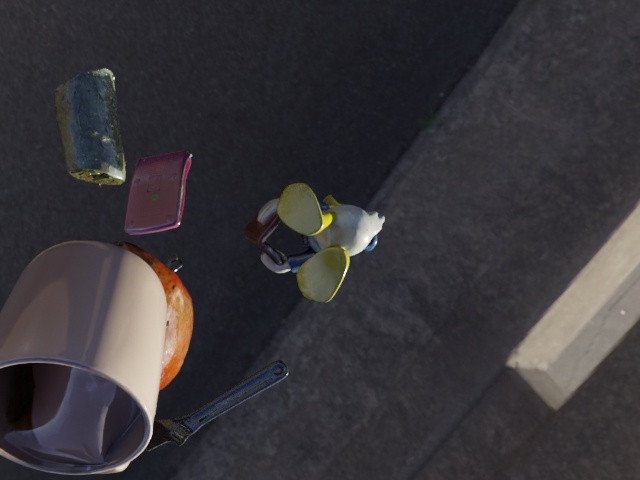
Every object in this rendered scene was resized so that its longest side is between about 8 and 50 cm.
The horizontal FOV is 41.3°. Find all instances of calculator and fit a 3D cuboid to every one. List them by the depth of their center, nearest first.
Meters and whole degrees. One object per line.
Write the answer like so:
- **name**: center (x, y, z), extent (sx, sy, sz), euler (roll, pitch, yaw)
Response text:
- **calculator**: center (-0.330, -0.100, 1.715), extent (0.126, 0.191, 0.034), euler (-8, 145, 15)

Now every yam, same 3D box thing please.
- **yam**: center (-0.372, -0.179, 1.372), extent (0.107, 0.107, 0.183), euler (-9, 86, -24)

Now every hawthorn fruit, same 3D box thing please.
- **hawthorn fruit**: center (-0.365, 0.144, 1.426), extent (0.315, 0.316, 0.316), euler (-15, 128, -20)

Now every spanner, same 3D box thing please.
- **spanner**: center (-0.133, 0.211, 1.093), extent (0.208, 0.046, 0.012), euler (-29, 159, -17)

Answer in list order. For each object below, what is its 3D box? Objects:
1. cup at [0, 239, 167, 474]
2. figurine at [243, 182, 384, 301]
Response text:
- **cup**: center (-0.261, 0.143, 0.961), extent (0.191, 0.200, 0.253), euler (-9, 129, 8)
- **figurine**: center (0.000, 0.000, 1.603), extent (0.338, 0.283, 0.205), euler (-8, 91, -59)
